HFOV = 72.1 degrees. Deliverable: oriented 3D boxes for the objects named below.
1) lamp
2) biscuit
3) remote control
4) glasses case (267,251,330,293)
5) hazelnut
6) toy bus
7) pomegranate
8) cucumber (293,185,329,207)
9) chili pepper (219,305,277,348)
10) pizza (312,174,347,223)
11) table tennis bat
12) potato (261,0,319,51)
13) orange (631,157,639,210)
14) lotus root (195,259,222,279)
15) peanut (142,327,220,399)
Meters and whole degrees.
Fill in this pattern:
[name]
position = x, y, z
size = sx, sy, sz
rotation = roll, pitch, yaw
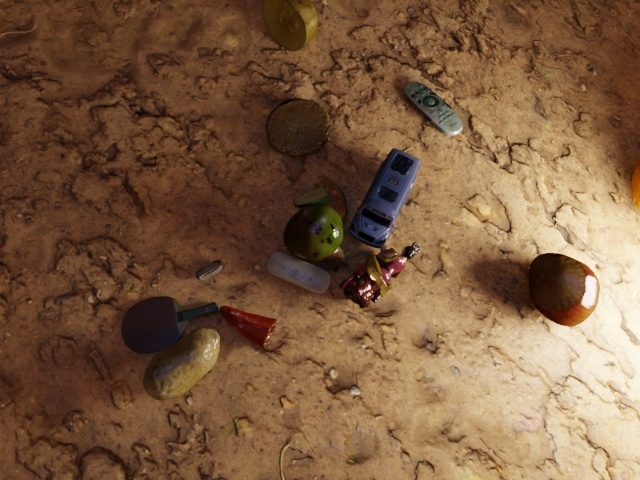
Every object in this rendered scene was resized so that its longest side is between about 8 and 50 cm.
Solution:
[lamp]
position = 0.174, 0.084, 1.279
size = 0.118, 0.118, 0.253
rotation = 43, 76, 11
[biscuit]
position = -0.072, -0.372, 1.453
size = 0.226, 0.042, 0.226
rotation = 1, 72, -4
[remote control]
position = 0.385, -0.451, 1.502
size = 0.097, 0.045, 0.256
rotation = -32, 73, -14
[glasses case]
position = -0.064, 0.095, 1.293
size = 0.193, 0.049, 0.074
rotation = 23, 72, 4
[hazelnut]
position = 0.702, 0.132, 1.251
size = 0.210, 0.186, 0.210
rotation = -3, 56, 5
[toy bus]
position = 0.197, -0.128, 1.337
size = 0.125, 0.133, 0.292
rotation = 26, 72, 5
[pomegranate]
position = -0.010, -0.008, 1.284
size = 0.179, 0.210, 0.179
rotation = -13, 49, 15
[cucumber]
position = -0.028, -0.121, 1.327
size = 0.107, 0.035, 0.067
rotation = -19, 43, -3
[chili pepper]
position = -0.212, 0.228, 1.238
size = 0.169, 0.065, 0.088
rotation = 25, 71, 9
[pizza]
position = 0.011, -0.121, 1.370
size = 0.134, 0.046, 0.175
rotation = -15, 69, -3
[table tennis bat]
position = -0.426, 0.225, 1.248
size = 0.274, 0.021, 0.154
rotation = -15, 73, -6
[potato]
position = -0.083, -0.780, 1.533
size = 0.203, 0.178, 0.158
rotation = 26, 56, 24
[orange]
position = 1.129, -0.175, 1.321
size = 0.341, 0.293, 0.340
rotation = -3, 77, 13
[lotus root]
position = -0.327, 0.089, 1.293
size = 0.083, 0.030, 0.037
rotation = -28, 44, -14
[peanut]
position = -0.362, 0.323, 1.166
size = 0.224, 0.129, 0.129
rotation = -34, 76, -22
